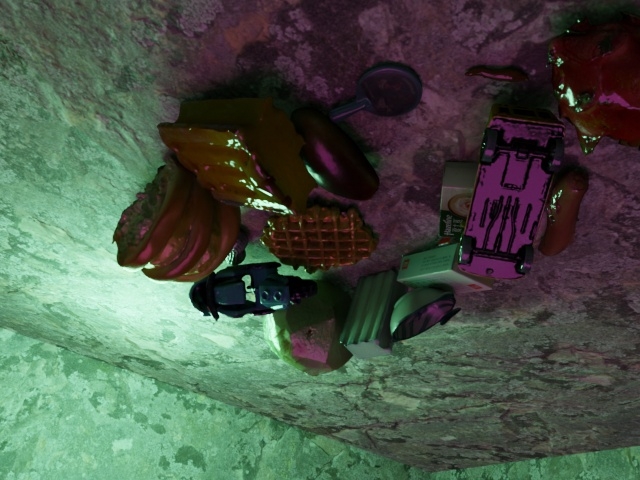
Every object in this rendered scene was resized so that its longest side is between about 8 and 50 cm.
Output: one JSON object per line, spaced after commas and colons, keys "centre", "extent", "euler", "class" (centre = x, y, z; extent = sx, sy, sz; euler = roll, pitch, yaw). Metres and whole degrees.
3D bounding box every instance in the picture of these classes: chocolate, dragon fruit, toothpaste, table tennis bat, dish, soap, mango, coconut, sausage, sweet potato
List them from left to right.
{"centre": [-0.249, 0.018, 1.684], "extent": [0.072, 0.072, 0.167], "euler": [14, 147, -2], "class": "chocolate"}
{"centre": [-0.170, -0.174, 1.223], "extent": [0.281, 0.143, 0.259], "euler": [10, 147, 38], "class": "soap"}
{"centre": [-0.025, 0.271, 1.819], "extent": [0.328, 0.281, 0.328], "euler": [32, 139, 33], "class": "coconut"}
{"centre": [0.025, -0.176, 1.255], "extent": [0.267, 0.111, 0.133], "euler": [45, 156, -30], "class": "mango"}
{"centre": [0.104, -0.280, 1.140], "extent": [0.201, 0.033, 0.124], "euler": [-18, 136, 32], "class": "table tennis bat"}
{"centre": [0.159, 0.211, 1.679], "extent": [0.150, 0.261, 0.094], "euler": [-17, 128, 40], "class": "soap"}
{"centre": [0.271, 0.184, 1.561], "extent": [0.246, 0.078, 0.224], "euler": [5, 135, -46], "class": "dish"}
{"centre": [0.395, 0.031, 1.508], "extent": [0.193, 0.044, 0.070], "euler": [26, 161, -20], "class": "toothpaste"}
{"centre": [0.319, -0.300, 1.040], "extent": [0.115, 0.026, 0.026], "euler": [10, 148, 8], "class": "sweet potato"}
{"centre": [0.545, -0.048, 1.309], "extent": [0.078, 0.078, 0.304], "euler": [3, 146, 15], "class": "sausage"}
{"centre": [0.469, -0.246, 0.957], "extent": [0.200, 0.198, 0.269], "euler": [34, 180, 25], "class": "dragon fruit"}

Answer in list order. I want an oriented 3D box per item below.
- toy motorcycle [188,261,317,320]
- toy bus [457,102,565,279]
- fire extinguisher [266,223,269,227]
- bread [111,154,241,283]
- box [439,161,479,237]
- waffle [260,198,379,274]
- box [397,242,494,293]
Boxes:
{"centre": [-0.216, 0.154, 1.668], "extent": [0.416, 0.172, 0.232], "euler": [0, -174, 37], "class": "toy motorcycle"}
{"centre": [0.364, -0.090, 1.128], "extent": [0.145, 0.151, 0.331], "euler": [9, 120, 7], "class": "toy bus"}
{"centre": [-0.119, -0.023, 1.625], "extent": [0.083, 0.022, 0.028], "euler": [25, 108, -19], "class": "fire extinguisher"}
{"centre": [-0.363, -0.018, 1.463], "extent": [0.270, 0.211, 0.315], "euler": [36, 109, -26], "class": "bread"}
{"centre": [0.342, -0.087, 1.314], "extent": [0.135, 0.081, 0.199], "euler": [4, 145, 13], "class": "box"}
{"centre": [-0.008, 0.004, 1.567], "extent": [0.329, 0.062, 0.329], "euler": [3, 145, 2], "class": "waffle"}
{"centre": [0.325, 0.082, 1.522], "extent": [0.135, 0.079, 0.269], "euler": [24, 162, -18], "class": "box"}
